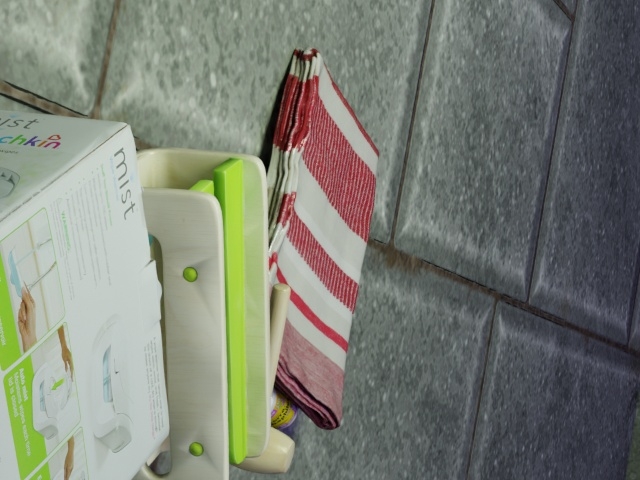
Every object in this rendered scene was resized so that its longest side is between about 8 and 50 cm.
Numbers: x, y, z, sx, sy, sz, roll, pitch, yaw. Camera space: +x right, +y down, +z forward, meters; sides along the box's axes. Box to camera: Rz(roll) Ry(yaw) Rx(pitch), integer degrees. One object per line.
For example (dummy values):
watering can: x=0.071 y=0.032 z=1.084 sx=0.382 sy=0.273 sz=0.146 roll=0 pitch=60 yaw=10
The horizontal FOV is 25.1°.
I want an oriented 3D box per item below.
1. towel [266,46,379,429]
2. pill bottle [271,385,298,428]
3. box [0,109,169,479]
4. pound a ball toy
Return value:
towel: x=0.000 y=0.000 z=1.455 sx=0.237 sy=0.037 sz=0.329 roll=53 pitch=42 yaw=-56
pill bottle: x=-0.057 y=0.160 z=1.421 sx=0.083 sy=0.043 sz=0.043 roll=33 pitch=67 yaw=-61
box: x=-0.213 y=0.075 z=0.958 sx=0.231 sy=0.127 sz=0.262 roll=-51 pitch=143 yaw=-54
pound a ball toy: x=-0.112 y=0.082 z=1.203 sx=0.208 sy=0.136 sz=0.319 roll=-50 pitch=143 yaw=-66
